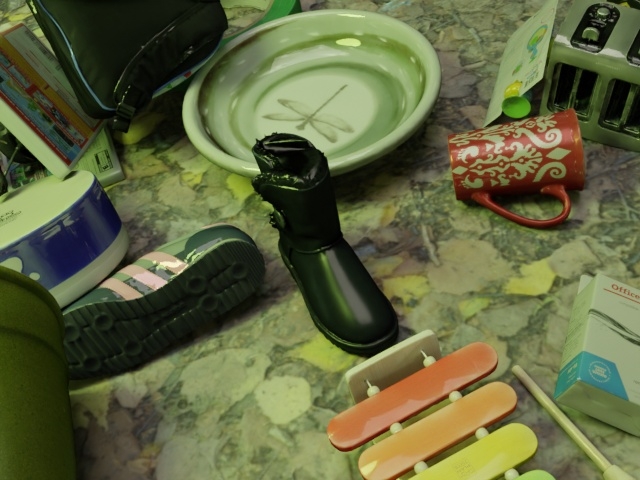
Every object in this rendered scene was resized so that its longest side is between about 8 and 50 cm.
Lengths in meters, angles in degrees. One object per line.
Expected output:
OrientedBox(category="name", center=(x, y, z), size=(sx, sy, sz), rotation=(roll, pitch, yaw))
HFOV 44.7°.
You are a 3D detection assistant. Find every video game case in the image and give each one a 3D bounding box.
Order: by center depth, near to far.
OrientedBox(category="video game case", center=(-0.419, -0.218, 1.161), size=(0.025, 0.204, 0.285), rotation=(-36, 21, 12))
OrientedBox(category="video game case", center=(-0.435, -0.134, 1.300), size=(0.183, 0.023, 0.201), rotation=(-23, 49, -8))

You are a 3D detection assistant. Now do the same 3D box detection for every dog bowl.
OrientedBox(category="dog bowl", center=(-0.398, 0.012, 1.040), size=(0.264, 0.104, 0.265), rotation=(-18, 25, 9))

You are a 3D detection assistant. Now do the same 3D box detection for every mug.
OrientedBox(category="mug", center=(0.262, -0.098, 1.046), size=(0.169, 0.113, 0.150), rotation=(-7, 46, 12))

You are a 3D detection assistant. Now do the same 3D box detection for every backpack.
OrientedBox(category="backpack", center=(-0.293, -0.339, 1.218), size=(0.263, 0.277, 0.213), rotation=(-31, 20, -20))

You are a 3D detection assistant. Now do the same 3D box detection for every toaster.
OrientedBox(category="toaster", center=(0.407, -0.229, 1.092), size=(0.168, 0.186, 0.110), rotation=(24, 60, 21))

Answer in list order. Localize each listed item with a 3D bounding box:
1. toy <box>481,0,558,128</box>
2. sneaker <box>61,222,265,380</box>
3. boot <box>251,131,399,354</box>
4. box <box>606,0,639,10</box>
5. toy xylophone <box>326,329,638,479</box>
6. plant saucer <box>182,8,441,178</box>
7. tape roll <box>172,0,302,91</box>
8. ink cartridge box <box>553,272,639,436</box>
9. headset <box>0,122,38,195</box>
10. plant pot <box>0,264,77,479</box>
OrientedBox(category="toy", center=(0.328, -0.273, 1.201), size=(0.056, 0.137, 0.237), rotation=(34, 52, -10))
OrientedBox(category="sneaker", center=(-0.229, 0.075, 1.027), size=(0.319, 0.112, 0.131), rotation=(-24, 27, -7))
OrientedBox(category="boot", center=(0.000, 0.000, 0.951), size=(0.094, 0.207, 0.246), rotation=(-28, 49, -12))
OrientedBox(category="box", center=(0.651, -0.354, 1.204), size=(0.257, 0.079, 0.322), rotation=(-28, 49, -14))
OrientedBox(category="toy xylophone", center=(0.169, 0.224, 0.795), size=(0.236, 0.081, 0.323), rotation=(-32, 50, -16))
OrientedBox(category="plant saucer", center=(-0.010, -0.211, 1.215), size=(0.400, 0.101, 0.400), rotation=(-7, 48, 7))
OrientedBox(category="tape roll", center=(-0.192, -0.405, 1.449), size=(0.321, 0.077, 0.321), rotation=(-7, 47, 8))
OrientedBox(category="ink cartridge box", center=(0.331, 0.109, 0.854), size=(0.104, 0.060, 0.180), rotation=(22, 55, 4))
OrientedBox(category="headset", center=(-0.524, -0.182, 1.220), size=(0.243, 0.185, 0.394), rotation=(-26, 37, -6))
OrientedBox(category="plant pot", center=(-0.385, 0.266, 0.742), size=(0.366, 0.366, 0.353), rotation=(-24, 60, -9))
